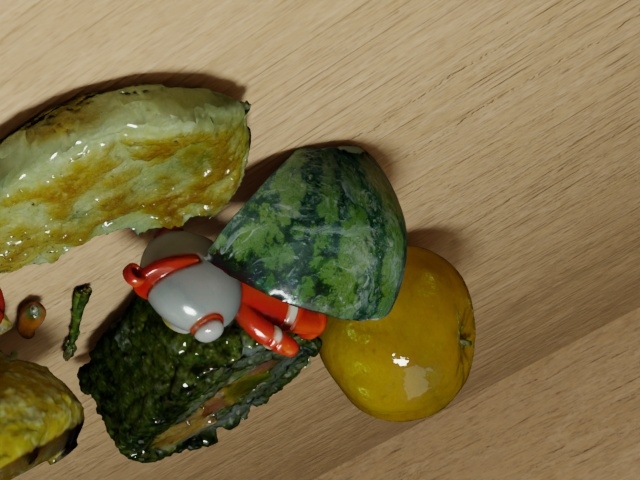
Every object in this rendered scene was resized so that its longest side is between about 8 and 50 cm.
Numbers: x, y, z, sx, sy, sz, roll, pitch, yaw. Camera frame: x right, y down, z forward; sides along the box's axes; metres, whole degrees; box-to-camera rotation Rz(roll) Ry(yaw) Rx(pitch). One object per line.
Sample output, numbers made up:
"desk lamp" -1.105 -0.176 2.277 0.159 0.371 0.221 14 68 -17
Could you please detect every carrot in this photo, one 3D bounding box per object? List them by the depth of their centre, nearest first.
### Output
"carrot" -0.386 0.108 1.898 0.035 0.035 0.142 -15 166 -22

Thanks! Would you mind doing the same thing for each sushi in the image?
"sushi" -0.162 0.164 2.076 0.294 0.178 0.352 -9 153 -42

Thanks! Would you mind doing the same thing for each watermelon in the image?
"watermelon" 0.000 0.000 1.809 0.180 0.224 0.305 -16 173 34

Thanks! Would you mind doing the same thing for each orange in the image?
"orange" -0.501 0.257 1.872 0.368 0.210 0.271 -25 -176 8
"orange" 0.118 0.142 2.223 0.235 0.279 0.279 2 167 17

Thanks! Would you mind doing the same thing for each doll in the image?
"doll" -0.126 0.063 1.830 0.105 0.200 0.336 -39 152 28

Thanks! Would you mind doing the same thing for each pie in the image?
"pie" -0.230 -0.069 1.546 0.371 0.078 0.296 -13 159 -31

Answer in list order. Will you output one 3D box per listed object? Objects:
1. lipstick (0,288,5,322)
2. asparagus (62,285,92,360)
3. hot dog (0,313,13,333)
"lipstick" -0.472 0.100 1.634 0.279 0.073 0.073 -20 166 34
"asparagus" -0.340 0.116 1.984 0.023 0.022 0.233 -49 173 -31
"hot dog" -0.443 0.110 1.788 0.078 0.061 0.169 -23 -172 21
